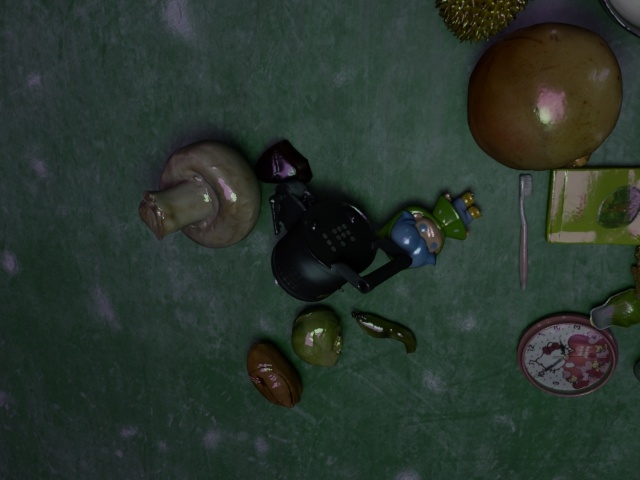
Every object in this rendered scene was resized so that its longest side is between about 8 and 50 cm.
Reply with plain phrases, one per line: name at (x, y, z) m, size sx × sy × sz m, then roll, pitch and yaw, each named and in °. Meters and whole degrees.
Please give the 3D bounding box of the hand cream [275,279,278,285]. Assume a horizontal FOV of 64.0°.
hand cream at (-0.060, 0.106, 1.463) m, size 0.142 × 0.053 × 0.084 m, roll -7°, pitch 107°, yaw 7°

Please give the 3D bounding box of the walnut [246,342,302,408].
walnut at (-0.139, 0.410, 1.551) m, size 0.137 × 0.137 × 0.245 m, roll -25°, pitch 111°, yaw 21°

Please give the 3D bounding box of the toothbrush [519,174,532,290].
toothbrush at (0.512, -0.014, 1.277) m, size 0.030 × 0.025 × 0.306 m, roll -5°, pitch 108°, yaw 8°

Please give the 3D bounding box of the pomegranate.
pomegranate at (0.459, -0.280, 1.057) m, size 0.320 × 0.319 × 0.318 m, roll 5°, pitch 111°, yaw 13°

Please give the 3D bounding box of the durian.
durian at (0.342, -0.541, 1.017) m, size 0.258 × 0.258 × 0.292 m, roll 37°, pitch 119°, yaw 0°

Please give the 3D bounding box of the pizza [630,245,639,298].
pizza at (0.804, 0.057, 1.210) m, size 0.175 × 0.046 × 0.134 m, roll -37°, pitch 86°, yaw 15°

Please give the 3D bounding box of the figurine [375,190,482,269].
figurine at (0.272, -0.025, 1.283) m, size 0.263 × 0.143 × 0.162 m, roll -30°, pitch 110°, yaw 5°

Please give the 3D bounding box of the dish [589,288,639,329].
dish at (0.736, 0.174, 1.275) m, size 0.137 × 0.039 × 0.091 m, roll -24°, pitch 93°, yaw 13°

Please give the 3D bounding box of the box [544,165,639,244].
box at (0.709, -0.081, 1.189) m, size 0.335 × 0.047 × 0.186 m, roll 1°, pitch 110°, yaw 14°

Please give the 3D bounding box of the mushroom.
mushroom at (-0.305, -0.102, 1.308) m, size 0.298 × 0.290 × 0.297 m, roll 17°, pitch 124°, yaw 27°

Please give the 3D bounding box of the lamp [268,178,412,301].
lamp at (0.008, 0.041, 1.296) m, size 0.374 × 0.205 × 0.272 m, roll 44°, pitch 141°, yaw 23°

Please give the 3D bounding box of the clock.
clock at (0.645, 0.302, 1.341) m, size 0.245 × 0.056 × 0.244 m, roll 5°, pitch 112°, yaw 13°

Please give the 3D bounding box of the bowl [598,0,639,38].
bowl at (0.677, -0.546, 0.950) m, size 0.354 × 0.185 × 0.353 m, roll 5°, pitch 111°, yaw 13°

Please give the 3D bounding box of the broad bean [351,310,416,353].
broad bean at (0.181, 0.253, 1.449) m, size 0.214 × 0.048 × 0.070 m, roll 29°, pitch 113°, yaw 0°

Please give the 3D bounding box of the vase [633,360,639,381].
vase at (0.879, 0.230, 1.214) m, size 0.143 × 0.143 × 0.298 m, roll 22°, pitch 117°, yaw 6°

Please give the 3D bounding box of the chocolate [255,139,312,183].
chocolate at (-0.099, -0.195, 1.342) m, size 0.149 × 0.080 × 0.124 m, roll 13°, pitch 113°, yaw 11°

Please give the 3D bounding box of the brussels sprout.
brussels sprout at (-0.013, 0.278, 1.471) m, size 0.146 × 0.131 × 0.183 m, roll -2°, pitch 110°, yaw -7°
